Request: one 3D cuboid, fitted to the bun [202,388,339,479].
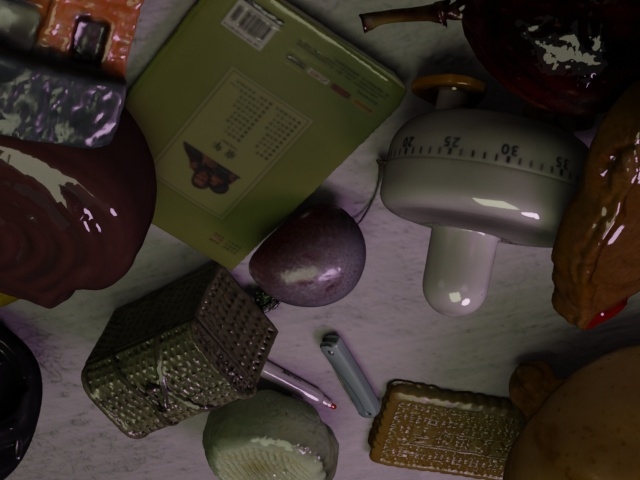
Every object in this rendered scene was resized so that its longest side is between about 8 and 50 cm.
[{"bbox_3d":[-0.064,0.278,1.629,0.195,0.118,0.195,6,139,6],"label":"bun"}]

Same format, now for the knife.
[{"bbox_3d":[0.039,0.187,1.602,0.044,0.023,0.162,3,137,36],"label":"knife"}]

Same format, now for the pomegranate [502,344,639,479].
[{"bbox_3d":[0.392,0.304,1.484,0.410,0.410,0.410,2,132,3],"label":"pomegranate"}]

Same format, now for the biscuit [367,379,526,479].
[{"bbox_3d":[0.201,0.280,1.672,0.254,0.029,0.172,10,133,-3],"label":"biscuit"}]

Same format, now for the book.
[{"bbox_3d":[-0.099,-0.127,1.323,0.239,0.035,0.352,32,128,-19],"label":"book"}]

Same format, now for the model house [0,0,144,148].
[{"bbox_3d":[-0.258,-0.273,1.075,0.190,0.271,0.301,12,118,-26],"label":"model house"}]

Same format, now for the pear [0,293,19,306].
[{"bbox_3d":[-0.425,0.037,1.450,0.131,0.107,0.107,7,134,-19],"label":"pear"}]

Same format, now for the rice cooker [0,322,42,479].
[{"bbox_3d":[-0.502,0.221,1.530,0.224,0.267,0.267,-31,123,33],"label":"rice cooker"}]

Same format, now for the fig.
[{"bbox_3d":[0.196,-0.215,1.079,0.249,0.203,0.186,-1,140,-31],"label":"fig"}]

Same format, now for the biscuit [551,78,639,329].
[{"bbox_3d":[0.356,-0.066,1.177,0.359,0.074,0.381,-12,133,-45],"label":"biscuit"}]

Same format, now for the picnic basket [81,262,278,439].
[{"bbox_3d":[-0.180,0.148,1.476,0.196,0.154,0.134,-23,115,30],"label":"picnic basket"}]

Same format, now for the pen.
[{"bbox_3d":[-0.064,0.183,1.607,0.218,0.026,0.026,31,127,-22],"label":"pen"}]

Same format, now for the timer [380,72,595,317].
[{"bbox_3d":[0.175,-0.037,1.245,0.233,0.240,0.233,12,174,1],"label":"timer"}]

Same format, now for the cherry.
[{"bbox_3d":[-0.007,-0.001,1.368,0.148,0.115,0.188,4,139,-10],"label":"cherry"}]

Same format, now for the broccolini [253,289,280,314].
[{"bbox_3d":[-0.029,0.050,1.489,0.140,0.030,0.035,-33,86,24],"label":"broccolini"}]

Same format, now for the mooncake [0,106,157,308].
[{"bbox_3d":[-0.365,-0.060,1.300,0.334,0.174,0.326,-32,118,30],"label":"mooncake"}]
